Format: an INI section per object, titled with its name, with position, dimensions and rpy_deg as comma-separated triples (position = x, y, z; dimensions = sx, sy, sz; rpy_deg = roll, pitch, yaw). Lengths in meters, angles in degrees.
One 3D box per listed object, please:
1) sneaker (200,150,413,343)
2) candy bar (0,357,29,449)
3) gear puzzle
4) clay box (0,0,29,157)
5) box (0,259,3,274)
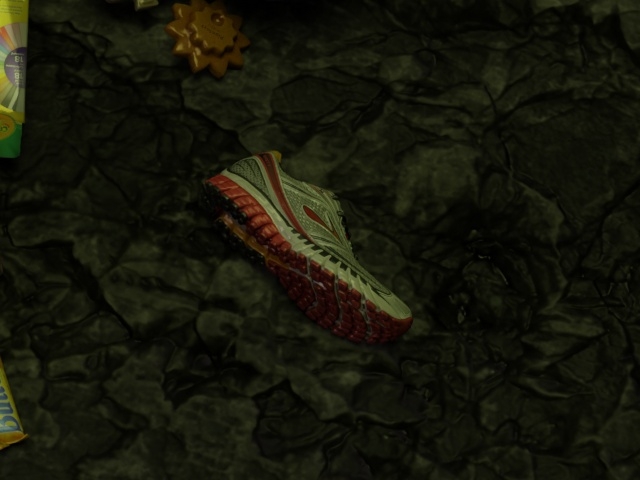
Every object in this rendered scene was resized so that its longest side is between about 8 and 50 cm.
[sneaker]
position = 0.000, 0.000, 1.635
dimensions = 0.225, 0.088, 0.093
rpy_deg = 43, 62, 15
[candy bar]
position = -0.287, 0.108, 1.571
dimensions = 0.040, 0.018, 0.161
rpy_deg = -14, 63, -16
[gear puzzle]
position = -0.160, -0.310, 1.763
dimensions = 0.175, 0.044, 0.339
rpy_deg = -17, 80, -33
[clay box]
position = -0.332, -0.182, 1.674
dimensions = 0.127, 0.053, 0.222
rpy_deg = 4, 79, -15
[box]
position = -0.427, 0.035, 1.512
dimensions = 0.154, 0.142, 0.300
rpy_deg = 39, 63, 22
